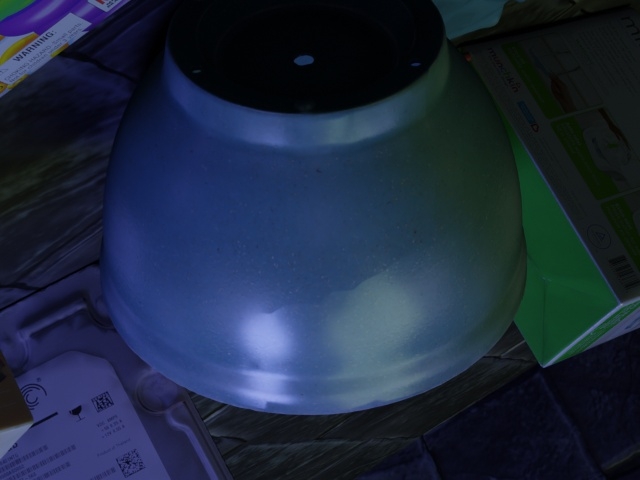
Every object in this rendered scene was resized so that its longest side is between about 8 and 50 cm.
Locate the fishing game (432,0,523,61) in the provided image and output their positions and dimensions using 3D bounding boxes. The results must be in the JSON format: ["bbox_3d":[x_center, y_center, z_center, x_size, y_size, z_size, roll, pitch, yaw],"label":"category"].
[{"bbox_3d":[0.070,-0.174,1.273,0.189,0.041,0.264,-18,167,-13],"label":"fishing game"}]

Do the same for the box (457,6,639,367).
[{"bbox_3d":[0.239,-0.055,1.517,0.231,0.262,0.127,-18,161,-38],"label":"box"}]

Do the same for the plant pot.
[{"bbox_3d":[-0.007,-0.059,1.121,0.293,0.293,0.196,-23,136,-22],"label":"plant pot"}]

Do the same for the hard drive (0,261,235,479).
[{"bbox_3d":[-0.196,0.209,1.417,0.237,0.339,0.064,-27,161,-9],"label":"hard drive"}]

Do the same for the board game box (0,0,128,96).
[{"bbox_3d":[-0.206,-0.151,0.671,0.142,0.144,0.275,-34,164,12],"label":"board game box"}]

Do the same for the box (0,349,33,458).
[{"bbox_3d":[-0.297,0.084,1.166,0.130,0.170,0.091,-15,160,-41],"label":"box"}]
